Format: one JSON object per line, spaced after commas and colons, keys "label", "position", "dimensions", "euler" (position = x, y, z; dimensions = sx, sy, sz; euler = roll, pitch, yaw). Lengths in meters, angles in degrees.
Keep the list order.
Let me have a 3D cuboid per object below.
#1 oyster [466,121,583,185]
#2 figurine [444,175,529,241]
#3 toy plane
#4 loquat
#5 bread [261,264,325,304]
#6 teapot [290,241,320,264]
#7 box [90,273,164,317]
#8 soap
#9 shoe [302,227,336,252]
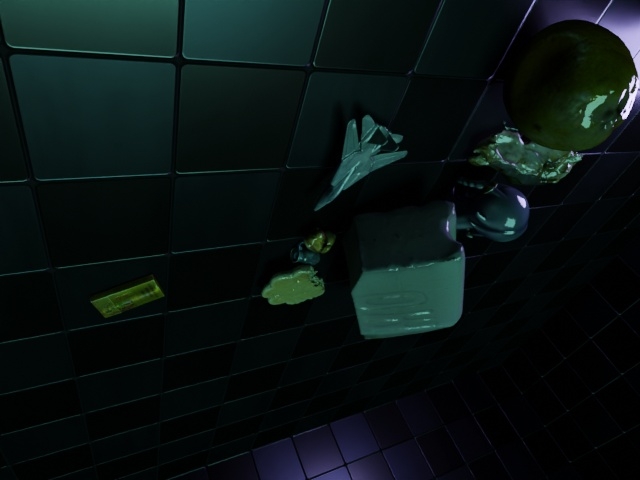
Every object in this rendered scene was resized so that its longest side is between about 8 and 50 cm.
{"label": "oyster", "position": [0.582, -0.239, 1.299], "dimensions": [0.336, 0.133, 0.197], "euler": [11, 157, -24]}
{"label": "figurine", "position": [0.473, -0.086, 1.344], "dimensions": [0.264, 0.175, 0.197], "euler": [8, 161, 20]}
{"label": "toy plane", "position": [0.064, -0.174, 1.084], "dimensions": [0.212, 0.088, 0.267], "euler": [15, 134, -44]}
{"label": "loquat", "position": [0.570, -0.346, 1.038], "dimensions": [0.275, 0.284, 0.276], "euler": [-14, 139, -13]}
{"label": "bread", "position": [-0.087, 0.140, 1.381], "dimensions": [0.181, 0.039, 0.251], "euler": [-18, 154, 6]}
{"label": "teapot", "position": [-0.039, 0.040, 1.304], "dimensions": [0.083, 0.049, 0.064], "euler": [8, 132, -40]}
{"label": "box", "position": [-0.485, 0.141, 1.148], "dimensions": [0.156, 0.022, 0.089], "euler": [-20, 144, -13]}
{"label": "soap", "position": [0.239, 0.102, 1.347], "dimensions": [0.349, 0.213, 0.435], "euler": [-5, 144, 9]}
{"label": "shoe", "position": [0.000, 0.002, 1.264], "dimensions": [0.069, 0.072, 0.109], "euler": [-36, 145, 19]}
